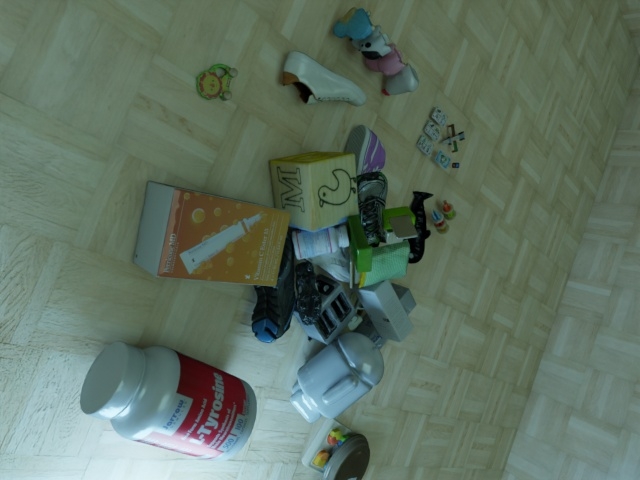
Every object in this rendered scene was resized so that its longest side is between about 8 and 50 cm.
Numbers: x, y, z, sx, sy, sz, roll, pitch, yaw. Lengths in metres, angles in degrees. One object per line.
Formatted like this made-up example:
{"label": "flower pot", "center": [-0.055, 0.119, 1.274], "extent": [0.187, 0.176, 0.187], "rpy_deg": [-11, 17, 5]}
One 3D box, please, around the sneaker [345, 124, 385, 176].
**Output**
{"label": "sneaker", "center": [0.143, -0.226, 1.610], "extent": [0.161, 0.102, 0.282], "rpy_deg": [29, 82, -45]}

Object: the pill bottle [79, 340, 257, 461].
{"label": "pill bottle", "center": [-0.377, 0.409, 1.225], "extent": [0.408, 0.229, 0.229], "rpy_deg": [38, 75, -39]}

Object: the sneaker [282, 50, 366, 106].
{"label": "sneaker", "center": [0.007, -0.449, 1.445], "extent": [0.290, 0.106, 0.123], "rpy_deg": [18, 92, -31]}

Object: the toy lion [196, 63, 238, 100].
{"label": "toy lion", "center": [-0.275, -0.416, 1.254], "extent": [0.096, 0.034, 0.100], "rpy_deg": [15, 90, -34]}

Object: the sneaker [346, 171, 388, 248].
{"label": "sneaker", "center": [0.159, -0.071, 1.513], "extent": [0.134, 0.146, 0.343], "rpy_deg": [-9, 136, -6]}

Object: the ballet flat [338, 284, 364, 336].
{"label": "ballet flat", "center": [0.128, 0.251, 1.723], "extent": [0.080, 0.073, 0.232], "rpy_deg": [26, 83, -43]}

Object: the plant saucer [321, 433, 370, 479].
{"label": "plant saucer", "center": [0.106, 0.885, 1.847], "extent": [0.278, 0.041, 0.278], "rpy_deg": [-24, 123, -42]}

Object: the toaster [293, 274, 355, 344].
{"label": "toaster", "center": [0.010, 0.237, 1.595], "extent": [0.168, 0.110, 0.185], "rpy_deg": [-44, 125, -23]}

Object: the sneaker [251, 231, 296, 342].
{"label": "sneaker", "center": [-0.137, 0.133, 1.464], "extent": [0.139, 0.125, 0.341], "rpy_deg": [3, 95, -70]}

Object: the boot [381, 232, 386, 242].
{"label": "boot", "center": [0.205, -0.082, 1.716], "extent": [0.198, 0.077, 0.137], "rpy_deg": [34, 72, -41]}

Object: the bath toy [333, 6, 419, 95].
{"label": "bath toy", "center": [0.190, -0.591, 1.548], "extent": [0.348, 0.129, 0.151], "rpy_deg": [31, 43, -45]}

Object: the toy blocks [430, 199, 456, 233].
{"label": "toy blocks", "center": [0.497, -0.110, 1.948], "extent": [0.123, 0.054, 0.148], "rpy_deg": [-61, 143, -12]}

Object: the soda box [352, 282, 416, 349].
{"label": "soda box", "center": [0.239, 0.300, 1.818], "extent": [0.286, 0.091, 0.098], "rpy_deg": [-45, 126, -24]}

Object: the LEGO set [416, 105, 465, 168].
{"label": "LEGO set", "center": [0.488, -0.392, 1.913], "extent": [0.244, 0.060, 0.182], "rpy_deg": [30, 84, -32]}

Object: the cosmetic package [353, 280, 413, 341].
{"label": "cosmetic package", "center": [0.220, 0.236, 1.669], "extent": [0.085, 0.117, 0.231], "rpy_deg": [-43, 114, -26]}

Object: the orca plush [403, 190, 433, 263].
{"label": "orca plush", "center": [0.404, -0.045, 1.870], "extent": [0.151, 0.102, 0.287], "rpy_deg": [19, 87, -42]}

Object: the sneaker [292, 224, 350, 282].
{"label": "sneaker", "center": [0.053, 0.037, 1.557], "extent": [0.152, 0.114, 0.305], "rpy_deg": [-49, 132, 10]}

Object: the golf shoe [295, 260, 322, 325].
{"label": "golf shoe", "center": [-0.038, 0.166, 1.494], "extent": [0.077, 0.094, 0.198], "rpy_deg": [-2, 82, -6]}

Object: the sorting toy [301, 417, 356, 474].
{"label": "sorting toy", "center": [0.045, 0.787, 1.801], "extent": [0.208, 0.038, 0.193], "rpy_deg": [47, 70, -37]}

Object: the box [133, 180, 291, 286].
{"label": "box", "center": [-0.276, -0.011, 1.252], "extent": [0.345, 0.168, 0.215], "rpy_deg": [9, 94, -41]}

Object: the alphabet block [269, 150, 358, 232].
{"label": "alphabet block", "center": [-0.018, -0.153, 1.425], "extent": [0.192, 0.193, 0.197], "rpy_deg": [-21, 113, -38]}

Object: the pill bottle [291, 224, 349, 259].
{"label": "pill bottle", "center": [0.000, 0.000, 1.417], "extent": [0.160, 0.087, 0.087], "rpy_deg": [-11, 111, -2]}

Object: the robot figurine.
{"label": "robot figurine", "center": [0.065, 0.443, 1.583], "extent": [0.353, 0.300, 0.200], "rpy_deg": [-40, 98, 4]}

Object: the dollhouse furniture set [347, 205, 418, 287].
{"label": "dollhouse furniture set", "center": [0.191, 0.068, 1.442], "extent": [0.197, 0.151, 0.301], "rpy_deg": [-9, 134, -5]}
